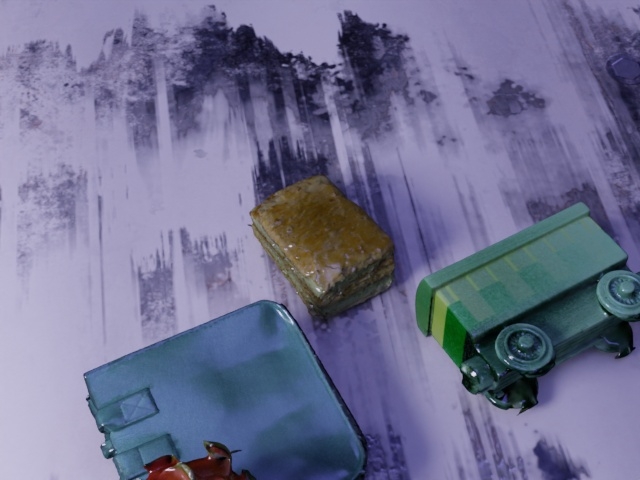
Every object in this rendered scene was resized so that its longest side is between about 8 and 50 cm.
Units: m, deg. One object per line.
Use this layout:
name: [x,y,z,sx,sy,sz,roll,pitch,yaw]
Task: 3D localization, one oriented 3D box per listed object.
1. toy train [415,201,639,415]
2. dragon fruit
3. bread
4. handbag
toy train: [0.281,0.083,1.325,0.301,0.120,0.202,-24,55,-18]
dragon fruit: [-0.103,0.281,1.078,0.236,0.135,0.137,-8,70,-29]
bread: [0.000,0.000,1.398,0.138,0.102,0.196,-24,55,-20]
handbag: [-0.112,0.229,1.227,0.274,0.100,0.268,-26,64,-16]
